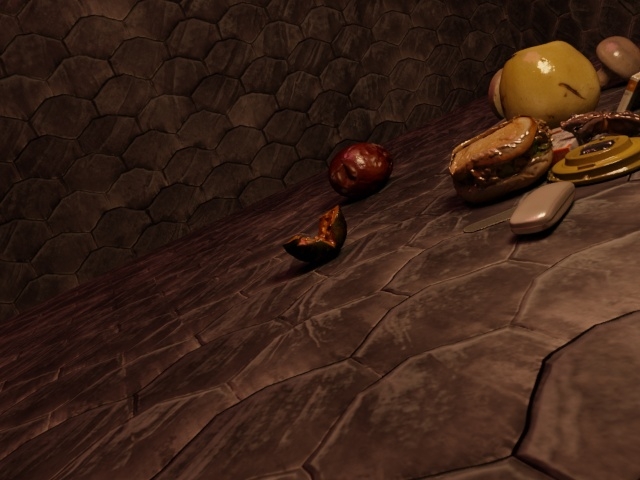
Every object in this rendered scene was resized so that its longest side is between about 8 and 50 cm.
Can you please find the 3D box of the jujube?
[{"bbox_3d":[0.166,-0.277,1.987,0.223,0.223,0.318,-14,8,34],"label":"jujube"}]

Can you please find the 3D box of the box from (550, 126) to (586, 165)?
[{"bbox_3d":[0.608,-0.256,1.460,0.273,0.048,0.265,-10,19,45],"label":"box"}]

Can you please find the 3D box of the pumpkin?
[{"bbox_3d":[0.000,0.000,1.335,0.183,0.107,0.119,-35,9,-18],"label":"pumpkin"}]

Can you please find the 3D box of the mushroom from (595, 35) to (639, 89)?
[{"bbox_3d":[1.148,-0.699,2.004,0.209,0.206,0.206,-12,17,39],"label":"mushroom"}]

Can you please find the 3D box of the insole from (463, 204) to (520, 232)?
[{"bbox_3d":[0.419,-0.061,1.098,0.232,0.003,0.080,-20,13,12],"label":"insole"}]

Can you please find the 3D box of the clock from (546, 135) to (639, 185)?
[{"bbox_3d":[0.628,-0.189,1.149,0.237,0.057,0.237,-23,13,6],"label":"clock"}]

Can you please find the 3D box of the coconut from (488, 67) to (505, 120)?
[{"bbox_3d":[0.810,-0.592,2.070,0.259,0.259,0.259,-22,13,5],"label":"coconut"}]

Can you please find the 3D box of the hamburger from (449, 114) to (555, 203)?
[{"bbox_3d":[0.454,-0.209,1.288,0.286,0.146,0.243,-38,22,-9],"label":"hamburger"}]

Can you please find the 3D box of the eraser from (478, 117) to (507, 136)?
[{"bbox_3d":[0.691,-0.412,1.921,0.089,0.061,0.352,-9,20,48],"label":"eraser"}]

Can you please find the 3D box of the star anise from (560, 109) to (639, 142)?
[{"bbox_3d":[0.730,-0.301,1.324,0.208,0.063,0.172,-5,24,8],"label":"star anise"}]

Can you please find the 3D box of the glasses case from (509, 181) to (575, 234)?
[{"bbox_3d":[0.431,-0.065,0.987,0.081,0.051,0.204,-7,20,46],"label":"glasses case"}]

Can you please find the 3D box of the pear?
[{"bbox_3d":[0.733,-0.486,1.653,0.309,0.309,0.309,-22,13,5],"label":"pear"}]

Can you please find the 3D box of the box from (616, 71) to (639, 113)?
[{"bbox_3d":[0.995,-0.474,1.549,0.220,0.122,0.032,-28,51,-22],"label":"box"}]
